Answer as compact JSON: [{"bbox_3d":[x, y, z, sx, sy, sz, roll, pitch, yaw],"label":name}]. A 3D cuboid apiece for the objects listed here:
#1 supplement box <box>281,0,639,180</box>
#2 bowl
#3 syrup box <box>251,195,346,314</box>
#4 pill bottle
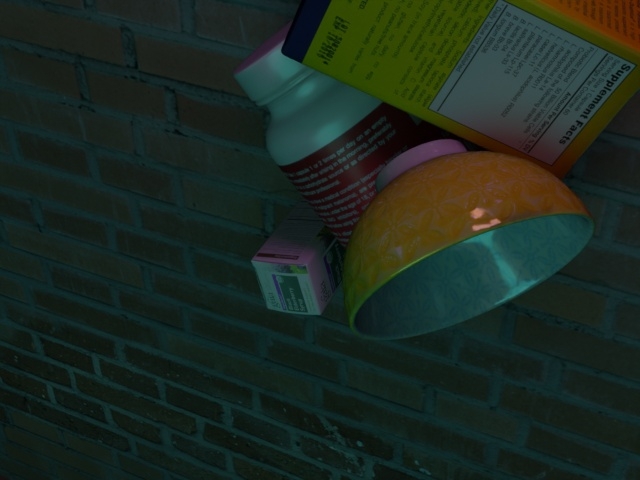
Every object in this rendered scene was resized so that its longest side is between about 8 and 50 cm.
[{"bbox_3d":[0.168,-0.255,0.994,0.357,0.195,0.194,24,137,-8],"label":"supplement box"},{"bbox_3d":[0.142,-0.019,1.007,0.289,0.290,0.156,-46,58,45],"label":"bowl"},{"bbox_3d":[0.000,0.000,1.328,0.096,0.237,0.093,3,127,28],"label":"syrup box"},{"bbox_3d":[0.076,-0.114,1.193,0.229,0.229,0.407,-24,113,41],"label":"pill bottle"}]
